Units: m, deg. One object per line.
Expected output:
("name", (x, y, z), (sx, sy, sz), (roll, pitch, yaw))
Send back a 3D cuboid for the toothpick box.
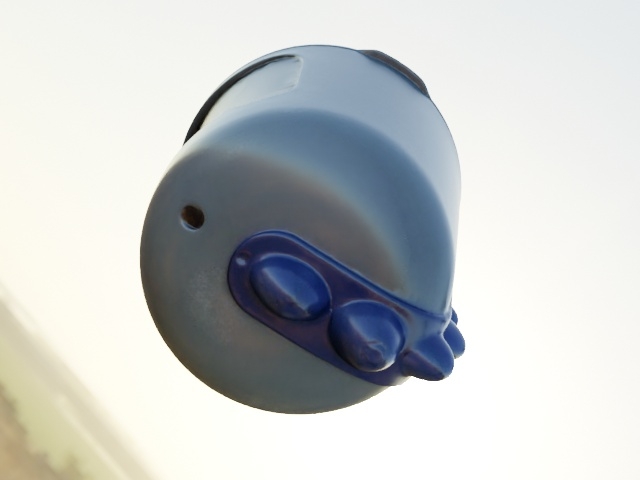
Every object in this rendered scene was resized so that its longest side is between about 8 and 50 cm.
("toothpick box", (0.000, 0.000, 1.475), (0.263, 0.263, 0.355), (49, 13, -9))
